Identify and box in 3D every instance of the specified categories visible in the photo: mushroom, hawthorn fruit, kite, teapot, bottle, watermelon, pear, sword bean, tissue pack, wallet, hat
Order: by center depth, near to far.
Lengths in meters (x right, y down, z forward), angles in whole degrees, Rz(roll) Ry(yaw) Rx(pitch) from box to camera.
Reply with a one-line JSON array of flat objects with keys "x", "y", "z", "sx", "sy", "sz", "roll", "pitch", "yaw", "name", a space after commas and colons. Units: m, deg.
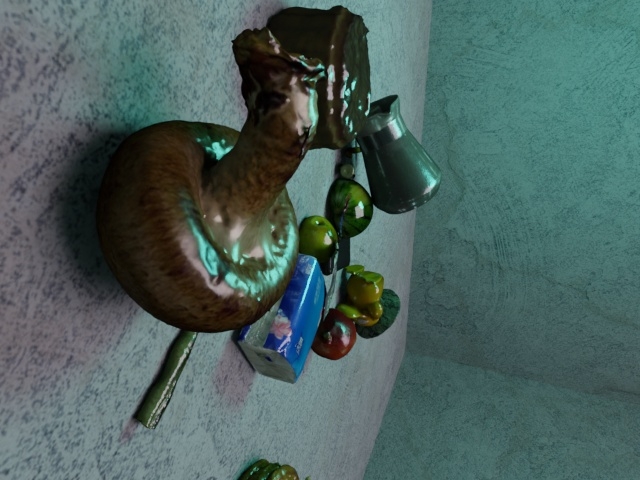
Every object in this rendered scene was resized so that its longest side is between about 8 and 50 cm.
[{"x": -0.113, "y": -0.054, "z": 0.665, "sx": 0.331, "sy": 0.356, "sz": 0.334, "roll": -2, "pitch": 71, "yaw": -85, "name": "mushroom"}, {"x": -0.248, "y": 0.197, "z": 0.822, "sx": 0.043, "sy": 0.038, "sz": 0.269, "roll": 116, "pitch": -5, "yaw": -61, "name": "sword bean"}, {"x": -0.078, "y": 0.189, "z": 1.140, "sx": 0.209, "sy": 0.137, "sz": 0.270, "roll": 75, "pitch": 31, "yaw": -48, "name": "tissue pack"}, {"x": 0.045, "y": 0.040, "z": 1.251, "sx": 0.204, "sy": 0.022, "sz": 0.361, "roll": -62, "pitch": 163, "yaw": -70, "name": "kite"}, {"x": 0.000, "y": 0.000, "z": 1.335, "sx": 0.141, "sy": 0.104, "sz": 0.141, "roll": 13, "pitch": 90, "yaw": -73, "name": "pear"}, {"x": 0.029, "y": 0.300, "z": 1.475, "sx": 0.188, "sy": 0.169, "sz": 0.169, "roll": 23, "pitch": 77, "yaw": -67, "name": "hawthorn fruit"}, {"x": 0.091, "y": -0.233, "z": 1.542, "sx": 0.101, "sy": 0.047, "sz": 0.063, "roll": -64, "pitch": 132, "yaw": -78, "name": "bottle"}, {"x": 0.232, "y": -0.290, "z": 1.558, "sx": 0.344, "sy": 0.253, "sz": 0.300, "roll": 61, "pitch": -9, "yaw": -22, "name": "teapot"}, {"x": 0.115, "y": -0.111, "z": 1.559, "sx": 0.232, "sy": 0.127, "sz": 0.204, "roll": 16, "pitch": 71, "yaw": -68, "name": "watermelon"}, {"x": 0.058, "y": 0.034, "z": 1.601, "sx": 0.250, "sy": 0.044, "sz": 0.149, "roll": -18, "pitch": 110, "yaw": -69, "name": "wallet"}, {"x": 0.203, "y": 0.280, "z": 1.965, "sx": 0.128, "sy": 0.265, "sz": 0.266, "roll": 42, "pitch": 50, "yaw": -22, "name": "hat"}]

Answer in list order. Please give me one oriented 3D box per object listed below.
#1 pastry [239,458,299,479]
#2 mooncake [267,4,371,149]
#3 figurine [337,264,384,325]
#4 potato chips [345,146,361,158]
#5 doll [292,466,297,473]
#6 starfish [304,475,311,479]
[{"x": -0.158, "y": 0.700, "z": 1.193, "sx": 0.235, "sy": 0.132, "sz": 0.240, "roll": -25, "pitch": 115, "yaw": -57, "name": "pastry"}, {"x": 0.006, "y": -0.365, "z": 1.058, "sx": 0.324, "sy": 0.187, "sz": 0.324, "roll": 7, "pitch": 90, "yaw": -72, "name": "mooncake"}, {"x": 0.170, "y": 0.221, "z": 1.795, "sx": 0.228, "sy": 0.215, "sz": 0.215, "roll": -69, "pitch": 162, "yaw": 6, "name": "figurine"}, {"x": 0.117, "y": -0.314, "z": 1.623, "sx": 0.204, "sy": 0.037, "sz": 0.026, "roll": -44, "pitch": 149, "yaw": -68, "name": "potato chips"}, {"x": -0.105, "y": 0.768, "z": 1.467, "sx": 0.083, "sy": 0.050, "sz": 0.076, "roll": -29, "pitch": 130, "yaw": -68, "name": "doll"}, {"x": -0.070, "y": 0.803, "z": 1.313, "sx": 0.299, "sy": 0.060, "sz": 0.302, "roll": -36, "pitch": 180, "yaw": -39, "name": "starfish"}]
